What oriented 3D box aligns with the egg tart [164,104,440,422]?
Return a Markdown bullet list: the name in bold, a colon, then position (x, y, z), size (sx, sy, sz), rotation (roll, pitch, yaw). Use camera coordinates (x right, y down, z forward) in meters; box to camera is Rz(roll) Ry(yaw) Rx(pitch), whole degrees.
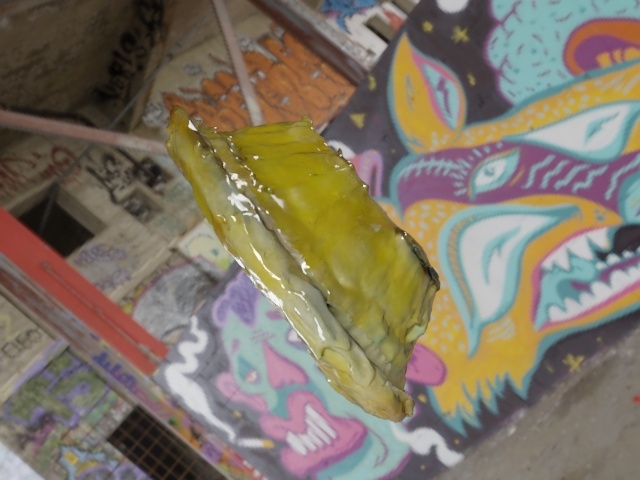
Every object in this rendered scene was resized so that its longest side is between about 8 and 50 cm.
- **egg tart**: position (0.000, 0.000, 0.671), size (0.120, 0.315, 0.315), rotation (-39, -1, 1)
